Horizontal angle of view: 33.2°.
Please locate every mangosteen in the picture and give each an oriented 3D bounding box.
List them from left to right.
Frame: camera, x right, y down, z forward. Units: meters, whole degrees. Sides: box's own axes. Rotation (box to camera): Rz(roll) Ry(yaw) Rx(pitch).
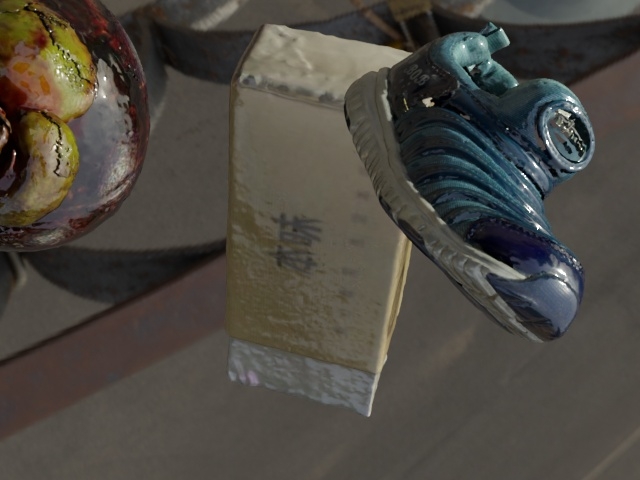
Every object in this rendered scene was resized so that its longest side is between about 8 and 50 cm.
[{"bbox_3d":[-0.403,-0.143,1.376,0.381,0.421,0.381,-5,129,-6],"label":"mangosteen"}]

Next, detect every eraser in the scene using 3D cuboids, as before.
[{"bbox_3d":[0.000,0.000,0.853,0.144,0.078,0.343,13,135,8],"label":"eraser"}]

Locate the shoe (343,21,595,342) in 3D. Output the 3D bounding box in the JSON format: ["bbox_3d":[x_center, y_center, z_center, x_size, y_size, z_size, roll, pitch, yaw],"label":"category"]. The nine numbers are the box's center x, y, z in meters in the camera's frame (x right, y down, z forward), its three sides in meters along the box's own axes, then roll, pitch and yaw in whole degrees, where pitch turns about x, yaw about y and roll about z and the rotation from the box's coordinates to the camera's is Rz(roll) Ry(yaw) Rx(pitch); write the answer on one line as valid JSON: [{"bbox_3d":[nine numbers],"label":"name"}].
[{"bbox_3d":[0.082,-0.038,0.529,0.106,0.207,0.091,-34,129,16],"label":"shoe"}]
